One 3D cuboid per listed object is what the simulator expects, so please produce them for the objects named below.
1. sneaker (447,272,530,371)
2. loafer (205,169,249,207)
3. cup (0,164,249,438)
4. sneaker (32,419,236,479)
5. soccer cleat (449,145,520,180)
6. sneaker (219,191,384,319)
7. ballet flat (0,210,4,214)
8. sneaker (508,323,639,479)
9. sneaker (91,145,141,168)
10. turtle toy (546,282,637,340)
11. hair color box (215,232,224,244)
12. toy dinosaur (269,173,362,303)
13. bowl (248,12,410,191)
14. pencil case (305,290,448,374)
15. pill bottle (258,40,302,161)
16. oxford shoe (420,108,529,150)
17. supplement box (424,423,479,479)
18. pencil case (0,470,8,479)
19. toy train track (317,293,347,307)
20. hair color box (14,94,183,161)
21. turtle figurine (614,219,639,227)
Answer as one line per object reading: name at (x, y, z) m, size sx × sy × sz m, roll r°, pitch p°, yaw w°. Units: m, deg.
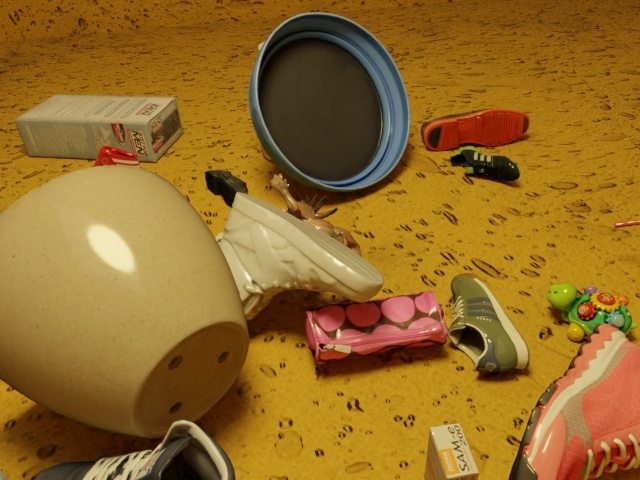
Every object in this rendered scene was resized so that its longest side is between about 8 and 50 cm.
sneaker at (0.227, 0.121, 0.805) m, size 0.086 × 0.064 × 0.192 m, roll -8°, pitch 39°, yaw -15°
loafer at (-0.196, -0.122, 1.189) m, size 0.061 × 0.062 × 0.170 m, roll -21°, pitch 40°, yaw -30°
cup at (-0.229, 0.105, 0.674) m, size 0.237 × 0.331 × 0.331 m, roll 34°, pitch 49°, yaw 29°
sneaker at (-0.207, 0.262, 0.572) m, size 0.282 × 0.153 × 0.099 m, roll 7°, pitch 36°, yaw 14°
soccer cleat at (0.372, -0.167, 1.211) m, size 0.072 × 0.060 × 0.179 m, roll -30°, pitch 36°, yaw -18°
sneaker at (-0.050, 0.059, 0.800) m, size 0.292 × 0.169 × 0.108 m, roll 30°, pitch 9°, yaw 35°
ballet flat at (-0.703, 0.009, 1.002) m, size 0.123 × 0.123 × 0.349 m, roll 0°, pitch 35°, yaw 4°
sneaker at (0.336, 0.217, 0.623) m, size 0.136 × 0.116 × 0.313 m, roll 28°, pitch 46°, yaw 35°
sneaker at (-0.510, -0.144, 1.186) m, size 0.221 × 0.128 × 0.087 m, roll -20°, pitch 38°, yaw -24°
turtle toy at (0.412, 0.106, 0.811) m, size 0.130 × 0.066 × 0.095 m, roll 17°, pitch 40°, yaw 26°
hair color box at (-0.173, 0.058, 0.940) m, size 0.093 × 0.053 × 0.167 m, roll 9°, pitch 39°, yaw 17°
toy dinosaur at (0.000, 0.000, 0.949) m, size 0.295 × 0.127 × 0.200 m, roll 40°, pitch 12°, yaw 27°
bowl at (0.022, -0.296, 1.171) m, size 0.391 × 0.391 × 0.077 m, roll -27°, pitch 8°, yaw -29°
pencil case at (0.084, 0.131, 0.786) m, size 0.209 × 0.095 × 0.098 m, roll -10°, pitch 1°, yaw -6°
pill bottle at (-0.083, -0.340, 1.298) m, size 0.152 × 0.272 × 0.152 m, roll -3°, pitch 36°, yaw 2°
oxford shoe at (0.389, -0.296, 1.352) m, size 0.271 × 0.097 × 0.098 m, roll -5°, pitch 30°, yaw -1°
supplement box at (0.144, 0.261, 0.591) m, size 0.036 × 0.099 × 0.062 m, roll -7°, pitch 36°, yaw -4°
pencil case at (-0.444, 0.332, 0.522) m, size 0.113 × 0.124 × 0.273 m, roll 10°, pitch 39°, yaw 18°
toy train track at (0.033, 0.098, 0.900) m, size 0.083 × 0.014 × 0.048 m, roll -19°, pitch 39°, yaw -22°
hair color box at (-0.588, -0.308, 1.435) m, size 0.374 × 0.114 × 0.185 m, roll 4°, pitch 37°, yaw 11°
turtle figurine at (0.595, 0.068, 0.832) m, size 0.269 × 0.087 × 0.217 m, roll 18°, pitch 48°, yaw 14°
